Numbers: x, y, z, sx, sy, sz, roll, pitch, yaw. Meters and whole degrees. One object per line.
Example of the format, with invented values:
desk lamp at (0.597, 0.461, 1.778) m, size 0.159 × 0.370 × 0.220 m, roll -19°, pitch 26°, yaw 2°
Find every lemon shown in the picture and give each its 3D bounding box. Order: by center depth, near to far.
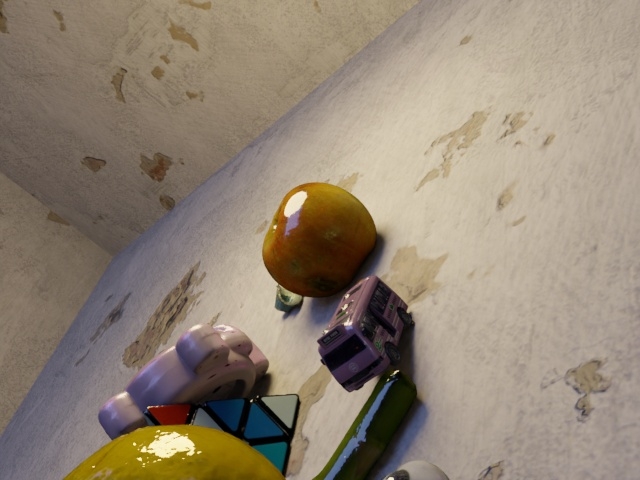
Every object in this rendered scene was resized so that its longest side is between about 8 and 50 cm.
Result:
lemon at (-0.177, 0.382, 0.841) m, size 0.348 × 0.348 × 0.348 m, roll -41°, pitch 22°, yaw 20°

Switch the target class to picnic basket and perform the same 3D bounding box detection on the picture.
picnic basket at (-0.068, 0.116, 1.537) m, size 0.083 × 0.065 × 0.083 m, roll -111°, pitch 43°, yaw -72°

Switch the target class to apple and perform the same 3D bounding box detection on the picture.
apple at (0.000, 0.000, 1.441) m, size 0.236 × 0.208 × 0.237 m, roll -62°, pitch 10°, yaw 20°

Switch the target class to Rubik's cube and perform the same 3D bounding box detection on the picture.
Rubik's cube at (-0.188, 0.348, 1.118) m, size 0.284 × 0.234 × 0.250 m, roll -46°, pitch 21°, yaw 6°

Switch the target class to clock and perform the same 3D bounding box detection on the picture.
clock at (-0.244, 0.276, 1.291) m, size 0.295 × 0.113 × 0.322 m, roll -42°, pitch -19°, yaw -6°

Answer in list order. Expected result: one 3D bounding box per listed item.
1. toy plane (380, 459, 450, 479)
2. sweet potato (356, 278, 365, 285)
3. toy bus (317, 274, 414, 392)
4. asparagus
toy plane at (0.081, 0.344, 0.751) m, size 0.245 × 0.117 × 0.244 m, roll -42°, pitch 21°, yaw 21°
sweet potato at (0.090, 0.088, 1.300) m, size 0.034 × 0.034 × 0.095 m, roll -53°, pitch 23°, yaw -12°
toy bus at (0.069, 0.140, 1.105) m, size 0.096 × 0.108 × 0.199 m, roll -39°, pitch 7°, yaw 26°
asparagus at (0.046, 0.304, 0.978) m, size 0.067 × 0.060 × 0.277 m, roll 21°, pitch 70°, yaw 48°
